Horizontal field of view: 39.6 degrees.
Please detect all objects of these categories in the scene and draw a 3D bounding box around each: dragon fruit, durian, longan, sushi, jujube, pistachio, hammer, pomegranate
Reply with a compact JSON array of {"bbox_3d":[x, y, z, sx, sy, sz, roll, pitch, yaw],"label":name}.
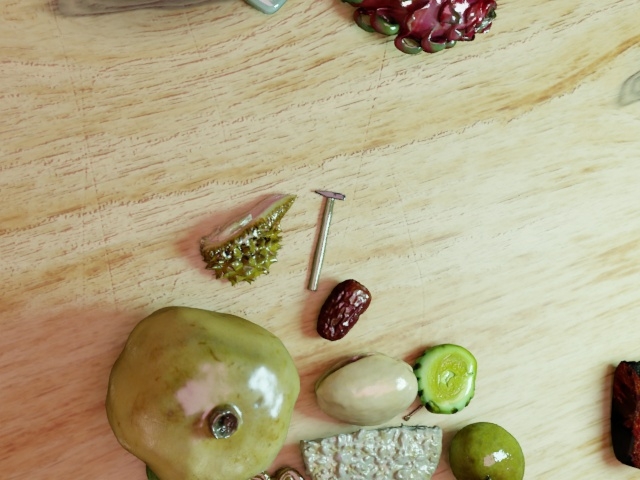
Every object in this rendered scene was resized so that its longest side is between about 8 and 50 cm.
[{"bbox_3d":[0.197,-0.449,1.692,0.273,0.218,0.198,-27,59,-8],"label":"dragon fruit"},{"bbox_3d":[-0.118,-0.010,1.661,0.140,0.078,0.224,44,81,-11],"label":"durian"},{"bbox_3d":[0.324,0.438,1.732,0.155,0.176,0.145,24,121,-5],"label":"longan"},{"bbox_3d":[0.684,0.360,1.842,0.126,0.136,0.225,0,95,-6],"label":"sushi"},{"bbox_3d":[0.042,0.135,1.710,0.077,0.077,0.129,34,93,-12],"label":"jujube"},{"bbox_3d":[0.092,0.291,1.697,0.201,0.117,0.145,-13,98,-13],"label":"pistachio"},{"bbox_3d":[0.000,0.000,1.726,0.062,0.013,0.198,13,86,-14],"label":"hammer"},{"bbox_3d":[-0.198,0.264,1.523,0.333,0.332,0.332,0,90,-15],"label":"pomegranate"},{"bbox_3d":[0.216,0.321,1.784,0.123,0.014,0.029,-39,88,-9],"label":"hammer"}]

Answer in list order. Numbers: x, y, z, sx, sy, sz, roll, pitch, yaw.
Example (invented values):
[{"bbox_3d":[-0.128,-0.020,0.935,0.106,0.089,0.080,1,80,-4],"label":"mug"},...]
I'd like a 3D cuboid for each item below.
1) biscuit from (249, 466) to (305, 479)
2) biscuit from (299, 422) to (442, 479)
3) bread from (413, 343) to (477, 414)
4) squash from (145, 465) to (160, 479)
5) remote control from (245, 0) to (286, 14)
[{"bbox_3d":[-0.082,0.547,1.681,0.208,0.041,0.290,-30,98,-7],"label":"biscuit"},{"bbox_3d":[0.096,0.442,1.718,0.281,0.084,0.179,0,94,-12],"label":"biscuit"},{"bbox_3d":[0.247,0.274,1.750,0.130,0.071,0.139,-9,72,-2],"label":"bread"},{"bbox_3d":[-0.253,0.481,1.627,0.068,0.077,0.219,-34,95,-46],"label":"squash"},{"bbox_3d":[-0.053,-0.571,1.690,0.140,0.056,0.296,43,79,-9],"label":"remote control"}]
